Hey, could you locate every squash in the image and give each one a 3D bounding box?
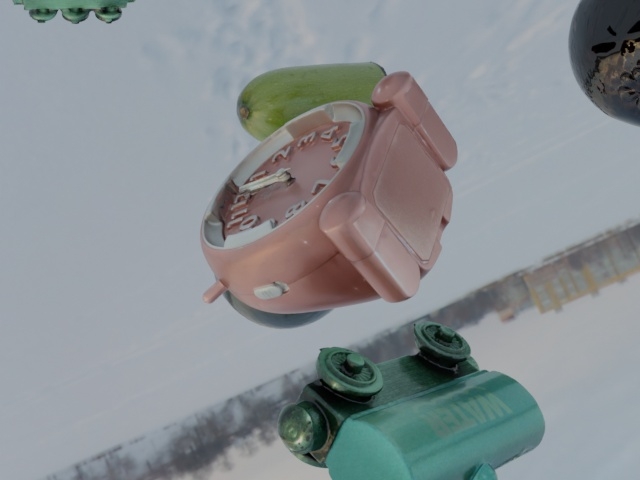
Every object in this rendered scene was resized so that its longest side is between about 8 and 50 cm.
[{"bbox_3d":[-0.020,-0.210,1.332,0.247,0.132,0.132,-7,165,-29],"label":"squash"}]

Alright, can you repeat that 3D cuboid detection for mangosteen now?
[{"bbox_3d":[0.549,-0.322,1.367,0.297,0.296,0.313,-29,-176,34],"label":"mangosteen"}]

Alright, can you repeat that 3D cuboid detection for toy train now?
[{"bbox_3d":[-0.356,-0.373,1.249,0.176,0.118,0.074,-4,140,-11],"label":"toy train"},{"bbox_3d":[0.081,0.150,0.707,0.248,0.159,0.101,-5,125,-48],"label":"toy train"}]

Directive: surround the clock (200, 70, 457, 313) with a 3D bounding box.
[{"bbox_3d":[-0.003,-0.022,0.830,0.241,0.142,0.227,-15,-143,35],"label":"clock"}]

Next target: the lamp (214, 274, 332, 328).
[{"bbox_3d":[0.005,-0.007,1.115,0.314,0.181,0.182,-29,176,-33],"label":"lamp"}]
